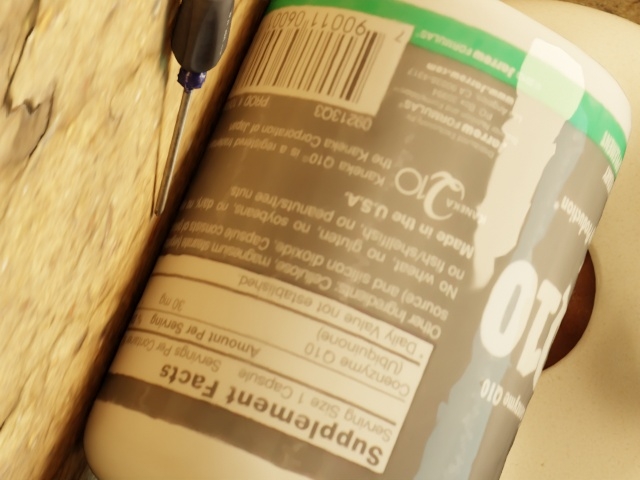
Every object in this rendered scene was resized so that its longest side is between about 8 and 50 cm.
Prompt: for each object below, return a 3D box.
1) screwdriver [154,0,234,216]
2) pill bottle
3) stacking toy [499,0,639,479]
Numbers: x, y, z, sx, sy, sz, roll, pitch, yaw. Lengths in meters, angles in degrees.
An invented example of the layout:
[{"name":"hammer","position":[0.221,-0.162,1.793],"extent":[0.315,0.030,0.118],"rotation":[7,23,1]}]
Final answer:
[{"name":"screwdriver","position":[-0.060,-0.062,0.754],"extent":[0.170,0.024,0.025],"rotation":[115,-28,-58]},{"name":"pill bottle","position":[0.005,0.061,0.869],"extent":[0.204,0.204,0.361],"rotation":[84,28,-78]},{"name":"stacking toy","position":[0.179,0.026,1.227],"extent":[0.350,0.351,0.480],"rotation":[-69,162,8]}]
